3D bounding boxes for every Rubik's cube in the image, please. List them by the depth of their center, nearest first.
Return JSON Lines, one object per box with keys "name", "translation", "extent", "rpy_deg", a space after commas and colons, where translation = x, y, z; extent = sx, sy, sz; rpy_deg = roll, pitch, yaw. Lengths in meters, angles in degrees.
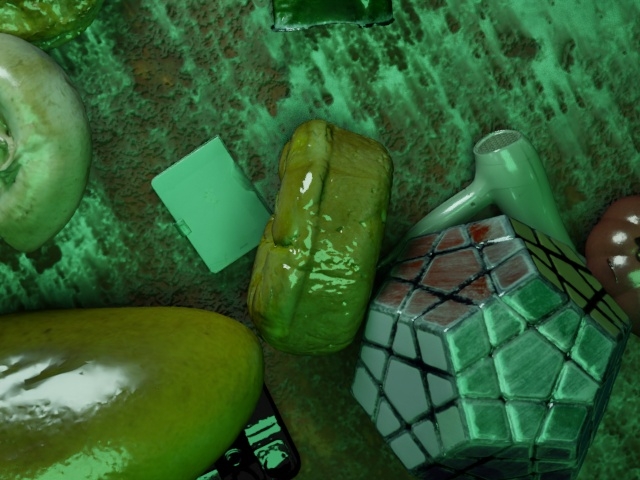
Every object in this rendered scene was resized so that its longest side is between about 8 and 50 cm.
{"name": "Rubik's cube", "translation": [0.190, 0.130, 1.782], "extent": [0.264, 0.319, 0.319], "rpy_deg": [20, 100, 16]}

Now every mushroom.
{"name": "mushroom", "translation": [-0.355, -0.125, 1.707], "extent": [0.254, 0.195, 0.189], "rpy_deg": [35, 101, 7]}

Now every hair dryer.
{"name": "hair dryer", "translation": [0.177, 0.002, 1.905], "extent": [0.237, 0.075, 0.206], "rpy_deg": [-26, 111, 6]}

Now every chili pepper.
{"name": "chili pepper", "translation": [0.004, -0.371, 1.777], "extent": [0.136, 0.099, 0.270], "rpy_deg": [1, 109, 17]}

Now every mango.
{"name": "mango", "translation": [-0.273, 0.194, 1.766], "extent": [0.445, 0.301, 0.220], "rpy_deg": [-17, 132, -12]}

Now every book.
{"name": "book", "translation": [-0.124, -0.040, 1.867], "extent": [0.103, 0.017, 0.135], "rpy_deg": [-35, 105, -2]}

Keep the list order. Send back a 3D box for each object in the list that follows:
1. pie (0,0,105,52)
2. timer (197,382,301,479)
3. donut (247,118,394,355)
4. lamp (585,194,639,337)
{"name": "pie", "translation": [-0.359, -0.364, 1.740], "extent": [0.323, 0.070, 0.323], "rpy_deg": [-2, 101, -8]}
{"name": "timer", "translation": [-0.119, 0.225, 1.905], "extent": [0.144, 0.055, 0.187], "rpy_deg": [-25, 104, -1]}
{"name": "donut", "translation": [0.000, 0.000, 1.784], "extent": [0.128, 0.208, 0.261], "rpy_deg": [13, 90, -6]}
{"name": "lamp", "translation": [0.396, 0.030, 1.899], "extent": [0.182, 0.140, 0.182], "rpy_deg": [2, 83, -14]}
